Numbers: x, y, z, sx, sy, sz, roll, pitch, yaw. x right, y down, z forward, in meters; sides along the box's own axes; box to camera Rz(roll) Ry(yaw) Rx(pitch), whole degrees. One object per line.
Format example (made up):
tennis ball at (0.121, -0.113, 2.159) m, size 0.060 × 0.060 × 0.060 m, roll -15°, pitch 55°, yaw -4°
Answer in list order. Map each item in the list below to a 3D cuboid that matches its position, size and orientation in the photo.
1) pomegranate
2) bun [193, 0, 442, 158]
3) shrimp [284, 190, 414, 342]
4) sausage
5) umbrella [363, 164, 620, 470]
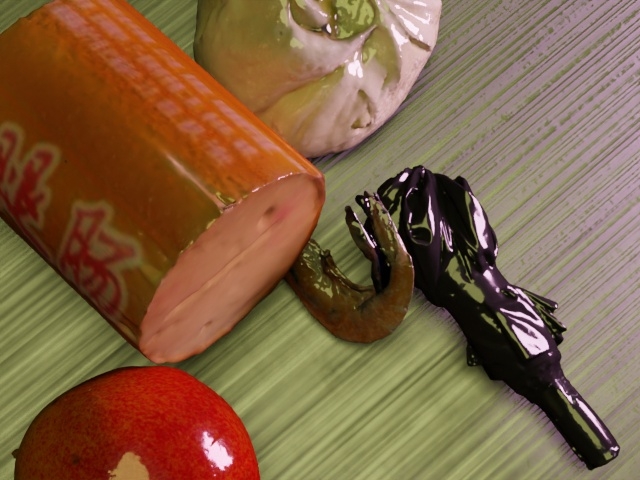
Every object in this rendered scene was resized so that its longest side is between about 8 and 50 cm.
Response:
pomegranate at (-0.178, 0.219, 1.232) m, size 0.257 × 0.221 × 0.221 m, roll -9°, pitch 75°, yaw 26°
bun at (-0.008, -0.220, 1.370) m, size 0.259 × 0.160 × 0.259 m, roll 0°, pitch 75°, yaw 2°
shrimp at (0.000, 0.000, 1.331) m, size 0.219 × 0.152 × 0.046 m, roll 43°, pitch 43°, yaw 15°
sausage at (-0.173, -0.060, 1.266) m, size 0.233 × 0.233 × 0.287 m, roll -43°, pitch 69°, yaw -10°
umbrella at (0.169, 0.074, 1.329) m, size 0.118 × 0.118 × 0.340 m, roll -35°, pitch 81°, yaw -9°
